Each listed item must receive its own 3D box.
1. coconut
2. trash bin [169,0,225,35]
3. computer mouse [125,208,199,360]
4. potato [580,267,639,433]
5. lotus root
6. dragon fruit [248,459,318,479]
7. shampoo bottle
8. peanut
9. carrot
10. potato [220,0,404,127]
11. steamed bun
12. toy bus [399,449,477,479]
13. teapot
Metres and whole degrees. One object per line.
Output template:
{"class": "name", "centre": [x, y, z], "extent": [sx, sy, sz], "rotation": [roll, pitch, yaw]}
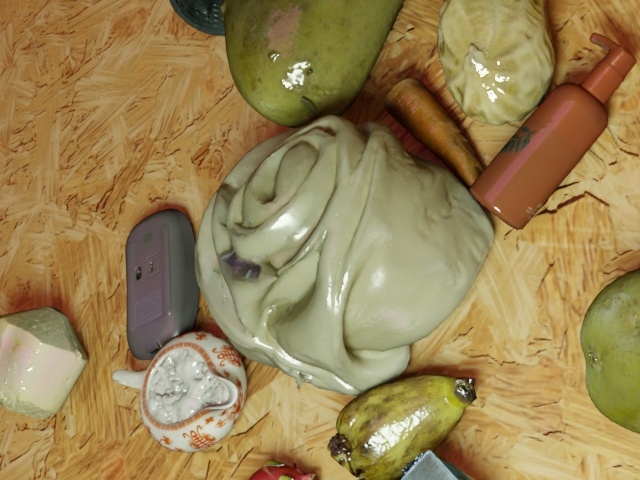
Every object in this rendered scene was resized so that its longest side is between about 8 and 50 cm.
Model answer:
{"class": "coconut", "centre": [-0.414, 0.169, 1.931], "extent": [0.147, 0.147, 0.153], "rotation": [30, 92, 43]}
{"class": "trash bin", "centre": [-0.144, -0.422, 1.998], "extent": [0.175, 0.175, 0.161], "rotation": [-33, 39, 22]}
{"class": "computer mouse", "centre": [-0.226, 0.062, 1.889], "extent": [0.120, 0.057, 0.232], "rotation": [-26, 53, 26]}
{"class": "potato", "centre": [0.381, 0.106, 1.322], "extent": [0.251, 0.159, 0.174], "rotation": [-6, 89, 27]}
{"class": "lotus root", "centre": [0.103, 0.209, 1.540], "extent": [0.190, 0.094, 0.108], "rotation": [-31, 77, 13]}
{"class": "dragon fruit", "centre": [-0.058, 0.311, 1.622], "extent": [0.116, 0.081, 0.086], "rotation": [-2, 79, 37]}
{"class": "shampoo bottle", "centre": [0.279, -0.127, 1.563], "extent": [0.244, 0.085, 0.085], "rotation": [-52, 48, 6]}
{"class": "peanut", "centre": [0.212, -0.293, 1.648], "extent": [0.140, 0.153, 0.325], "rotation": [-22, 64, 46]}
{"class": "carrot", "centre": [0.158, -0.122, 1.680], "extent": [0.061, 0.061, 0.210], "rotation": [-45, 54, 12]}
{"class": "potato", "centre": [-0.020, -0.322, 1.789], "extent": [0.269, 0.219, 0.359], "rotation": [4, 68, 41]}
{"class": "steamed bun", "centre": [0.000, 0.000, 1.608], "extent": [0.367, 0.255, 0.342], "rotation": [18, 78, 41]}
{"class": "toy bus", "centre": [0.075, 0.378, 1.449], "extent": [0.297, 0.131, 0.106], "rotation": [-52, 48, 7]}
{"class": "teapot", "centre": [-0.176, 0.198, 1.750], "extent": [0.245, 0.116, 0.159], "rotation": [-3, 80, 35]}
